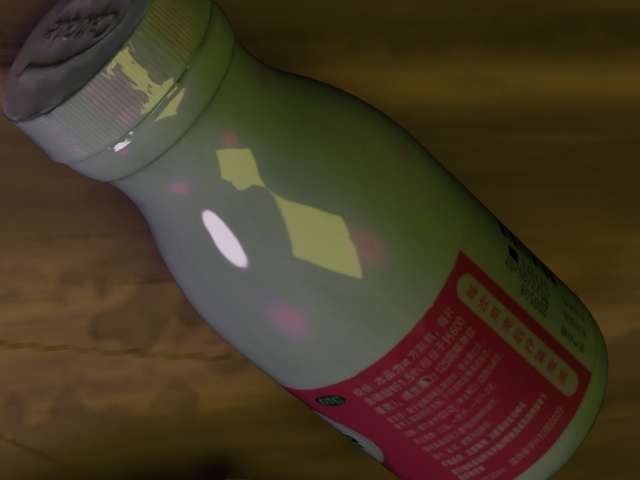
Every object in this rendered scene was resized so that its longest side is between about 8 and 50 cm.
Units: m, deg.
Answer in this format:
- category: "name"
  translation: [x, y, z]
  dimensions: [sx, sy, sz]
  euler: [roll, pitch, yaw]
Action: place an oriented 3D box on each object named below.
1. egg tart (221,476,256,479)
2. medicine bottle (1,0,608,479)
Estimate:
- category: "egg tart"
  translation: [-0.065, 0.242, 0.539]
  dimensions: [0.315, 0.120, 0.315]
  euler: [-9, 112, -23]
- category: "medicine bottle"
  translation: [0.000, 0.000, 0.496]
  dimensions: [0.090, 0.090, 0.216]
  euler: [-50, 121, -2]
